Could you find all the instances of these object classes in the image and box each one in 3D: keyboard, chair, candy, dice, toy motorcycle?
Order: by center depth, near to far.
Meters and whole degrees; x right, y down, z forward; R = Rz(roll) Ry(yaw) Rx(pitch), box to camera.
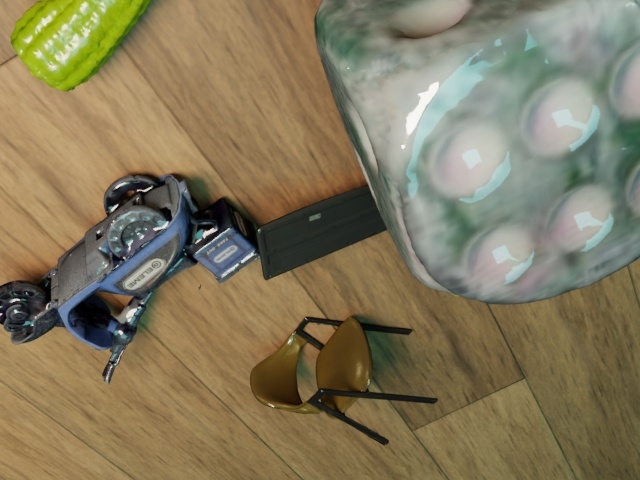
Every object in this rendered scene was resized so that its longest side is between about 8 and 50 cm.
[{"bbox_3d":[-0.247,-0.259,0.767,0.209,0.096,0.097,-41,125,15],"label":"candy"},{"bbox_3d":[0.199,-0.155,0.787,0.328,0.348,0.330,-23,129,2],"label":"dice"},{"bbox_3d":[-0.275,0.055,0.976,0.359,0.125,0.212,-35,130,10],"label":"toy motorcycle"},{"bbox_3d":[-0.008,-0.006,0.982,0.381,0.041,0.103,-26,131,-24],"label":"keyboard"},{"bbox_3d":[0.033,0.221,1.153,0.247,0.158,0.172,24,120,-29],"label":"chair"}]

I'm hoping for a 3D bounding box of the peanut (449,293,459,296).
[{"bbox_3d":[0.232,-0.015,1.043,0.110,0.120,0.236,-20,135,-50],"label":"peanut"}]
